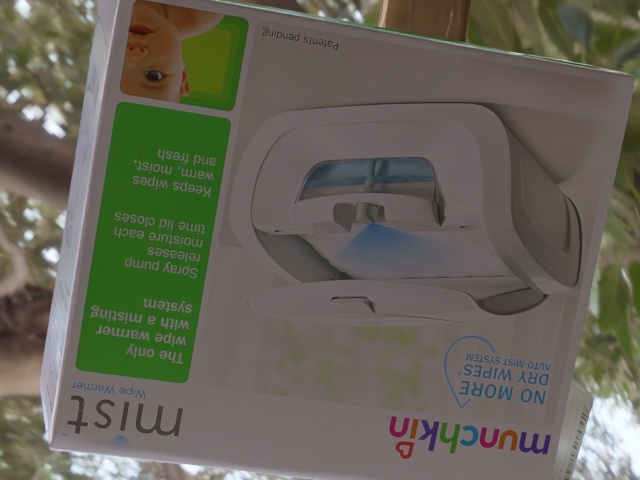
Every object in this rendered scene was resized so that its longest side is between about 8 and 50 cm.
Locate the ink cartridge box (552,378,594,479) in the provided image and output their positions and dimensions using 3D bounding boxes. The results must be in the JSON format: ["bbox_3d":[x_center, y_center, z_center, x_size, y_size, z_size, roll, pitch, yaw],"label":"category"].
[{"bbox_3d":[0.097,0.221,0.995,0.066,0.261,0.296,14,-97,18],"label":"ink cartridge box"}]

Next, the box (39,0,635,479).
[{"bbox_3d":[0.000,0.000,0.813,0.262,0.127,0.231,9,-82,-13],"label":"box"}]

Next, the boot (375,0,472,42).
[{"bbox_3d":[0.060,-0.138,1.049,0.089,0.236,0.269,13,-80,22],"label":"boot"}]
